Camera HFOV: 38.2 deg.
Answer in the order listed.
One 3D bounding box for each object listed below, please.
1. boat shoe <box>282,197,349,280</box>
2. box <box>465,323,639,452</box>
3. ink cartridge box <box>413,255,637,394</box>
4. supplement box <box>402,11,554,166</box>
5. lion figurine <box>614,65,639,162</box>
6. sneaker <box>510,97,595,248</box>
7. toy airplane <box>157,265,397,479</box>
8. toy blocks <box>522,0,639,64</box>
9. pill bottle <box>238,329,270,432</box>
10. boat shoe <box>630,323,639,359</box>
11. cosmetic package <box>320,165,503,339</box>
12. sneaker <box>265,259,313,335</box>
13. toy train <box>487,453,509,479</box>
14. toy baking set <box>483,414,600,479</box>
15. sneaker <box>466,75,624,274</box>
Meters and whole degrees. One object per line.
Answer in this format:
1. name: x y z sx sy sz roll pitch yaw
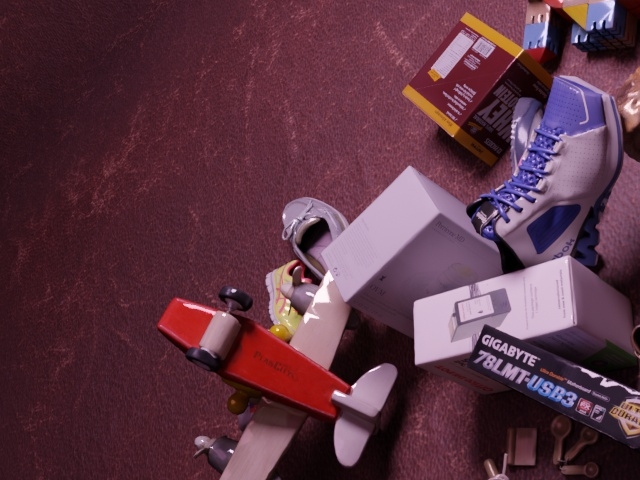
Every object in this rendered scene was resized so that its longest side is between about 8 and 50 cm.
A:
1. boat shoe: -0.001 0.003 1.875 0.118 0.103 0.320 -49 42 14
2. box: 0.385 0.223 1.194 0.293 0.295 0.073 22 86 51
3. ink cartridge box: 0.305 0.138 1.401 0.273 0.198 0.114 -21 55 38
4. supplement box: 0.294 -0.280 1.715 0.194 0.129 0.191 -51 41 11
5. lion figurine: 0.562 -0.284 1.321 0.142 0.240 0.392 36 107 49
6. sneaker: 0.391 -0.102 1.543 0.131 0.112 0.319 -9 66 26
7. toy airplane: -0.062 0.247 1.630 0.272 0.386 0.384 137 116 -68
8. toy blocks: 0.489 -0.449 1.597 0.381 0.191 0.261 1 80 40
9. pill bottle: -0.106 0.279 1.816 0.108 0.108 0.193 -27 51 34
10. boat shoe: 0.516 0.191 1.230 0.257 0.095 0.095 35 94 50
11. cosmetic package: 0.167 0.031 1.589 0.224 0.224 0.138 -46 41 17
12. sneaker: -0.052 0.118 1.879 0.094 0.081 0.208 -39 44 21
13. toy train: 0.200 0.432 1.343 0.105 0.143 0.248 13 94 49
14. toy baking set: 0.342 0.371 1.355 0.197 0.030 0.256 -36 46 26
15. sneaker: 0.313 -0.069 1.330 0.127 0.182 0.315 -129 37 -60
